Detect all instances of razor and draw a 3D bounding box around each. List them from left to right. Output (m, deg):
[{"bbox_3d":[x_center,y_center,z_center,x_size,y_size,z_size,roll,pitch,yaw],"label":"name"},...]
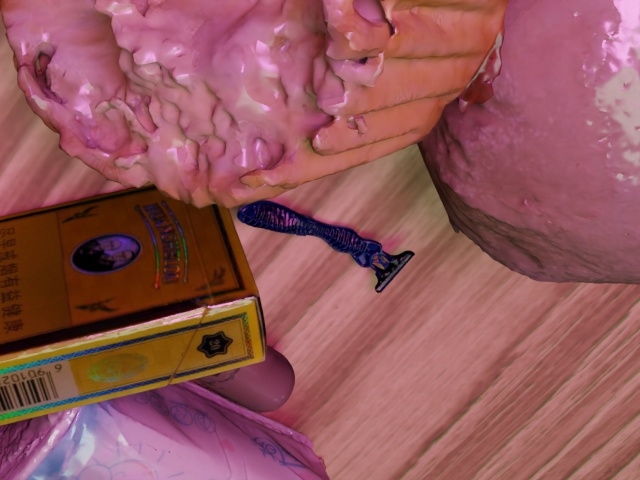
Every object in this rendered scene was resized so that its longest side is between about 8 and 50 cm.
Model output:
[{"bbox_3d":[-0.001,-0.003,0.765,0.154,0.028,0.044,21,119,-34],"label":"razor"}]

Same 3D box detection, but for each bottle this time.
[{"bbox_3d":[-0.080,0.087,0.794,0.053,0.053,0.140,-40,130,15],"label":"bottle"}]

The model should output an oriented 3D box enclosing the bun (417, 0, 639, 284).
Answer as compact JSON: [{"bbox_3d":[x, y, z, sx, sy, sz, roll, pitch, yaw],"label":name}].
[{"bbox_3d":[0.144,-0.106,0.603,0.204,0.282,0.281,1,147,39],"label":"bun"}]

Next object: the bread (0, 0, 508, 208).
[{"bbox_3d":[-0.038,-0.146,0.491,0.149,0.274,0.274,-1,132,-48],"label":"bread"}]

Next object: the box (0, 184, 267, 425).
[{"bbox_3d":[-0.156,0.037,0.665,0.219,0.141,0.064,-11,130,-10],"label":"box"}]

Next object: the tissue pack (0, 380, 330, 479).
[{"bbox_3d":[-0.144,0.207,0.813,0.271,0.124,0.201,31,111,-34],"label":"tissue pack"}]

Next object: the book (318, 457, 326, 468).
[{"bbox_3d":[-0.133,0.331,1.005,0.228,0.018,0.323,-1,128,-19],"label":"book"}]
